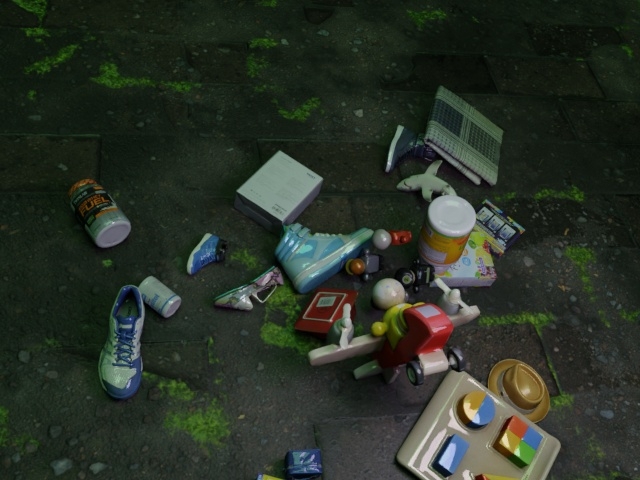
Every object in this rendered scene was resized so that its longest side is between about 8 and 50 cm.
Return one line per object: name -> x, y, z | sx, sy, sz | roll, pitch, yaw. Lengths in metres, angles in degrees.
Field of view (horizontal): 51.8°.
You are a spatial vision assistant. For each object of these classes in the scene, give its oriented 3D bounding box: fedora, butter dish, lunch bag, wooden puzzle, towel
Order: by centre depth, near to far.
lunch bag -> -0.046, 0.556, 1.621 | 0.098, 0.067, 0.065 | 0, 55, -12
wooden puzzle -> 0.420, 0.542, 1.716 | 0.347, 0.080, 0.322 | 34, 60, 12
butter dish -> 0.034, 0.223, 1.853 | 0.160, 0.118, 0.160 | -1, 44, 40
fedora -> 0.570, 0.413, 1.857 | 0.194, 0.079, 0.194 | 6, 54, -8
towel -> 0.517, -0.371, 2.371 | 0.324, 0.056, 0.312 | 32, 50, -15

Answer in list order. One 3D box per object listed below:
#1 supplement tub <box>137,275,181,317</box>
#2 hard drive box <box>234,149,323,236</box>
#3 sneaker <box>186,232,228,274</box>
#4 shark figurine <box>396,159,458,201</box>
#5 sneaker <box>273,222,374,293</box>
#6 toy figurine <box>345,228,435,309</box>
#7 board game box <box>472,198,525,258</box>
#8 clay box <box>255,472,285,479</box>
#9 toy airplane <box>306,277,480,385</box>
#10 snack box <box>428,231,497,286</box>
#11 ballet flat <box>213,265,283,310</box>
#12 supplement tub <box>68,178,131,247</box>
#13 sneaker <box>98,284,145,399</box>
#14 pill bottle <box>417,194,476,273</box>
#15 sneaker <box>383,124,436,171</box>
supplement tub -> -0.443, 0.155, 1.812 | 0.107, 0.071, 0.071 | 34, 55, 13
hard drive box -> -0.131, -0.152, 2.089 | 0.181, 0.089, 0.232 | 34, 55, 11
sneaker -> -0.324, 0.047, 1.923 | 0.084, 0.058, 0.152 | 18, 46, 10
shark figurine -> 0.410, -0.147, 2.210 | 0.166, 0.116, 0.278 | -46, 63, 1
sneaker -> 0.000, 0.000, 1.991 | 0.319, 0.127, 0.208 | -31, 68, -30
toy figurine -> 0.198, 0.086, 1.912 | 0.148, 0.209, 0.213 | -8, 61, -46
board game box -> 0.572, -0.039, 2.197 | 0.170, 0.048, 0.141 | 42, 59, 17
clay box -> -0.060, 0.647, 1.562 | 0.221, 0.053, 0.128 | 15, 54, -1
toy airplane -> 0.199, 0.234, 1.720 | 0.386, 0.384, 0.273 | 2, 70, -63
snack box -> 0.431, 0.059, 2.082 | 0.207, 0.070, 0.175 | -1, 56, -11
ballet flat -> -0.195, 0.151, 1.878 | 0.221, 0.077, 0.079 | -29, 85, -29
supplement tub -> -0.642, -0.081, 1.905 | 0.117, 0.117, 0.190 | -30, 66, -29
sneaker -> -0.510, 0.253, 1.691 | 0.111, 0.131, 0.297 | 1, 56, -14
pill bottle -> 0.357, -0.008, 1.920 | 0.136, 0.246, 0.136 | 2, 56, -3
sneaker -> 0.317, -0.304, 2.302 | 0.163, 0.086, 0.226 | 21, 53, 5
